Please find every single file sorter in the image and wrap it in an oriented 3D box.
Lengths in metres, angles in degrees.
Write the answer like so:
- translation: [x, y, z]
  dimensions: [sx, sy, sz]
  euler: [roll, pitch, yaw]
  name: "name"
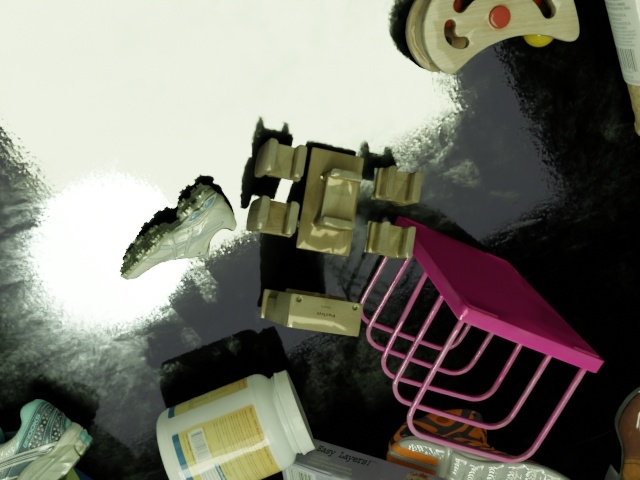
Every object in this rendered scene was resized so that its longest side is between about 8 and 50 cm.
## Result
- translation: [0.188, 0.129, 0.988]
  dimensions: [0.202, 0.291, 0.182]
  euler: [21, 107, -18]
  name: "file sorter"

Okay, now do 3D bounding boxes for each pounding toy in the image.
- translation: [0.204, -0.284, 0.910]
  dimensions: [0.269, 0.155, 0.154]
  euler: [2, 105, -12]
  name: "pounding toy"

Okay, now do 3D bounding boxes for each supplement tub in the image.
- translation: [-0.121, 0.282, 1.056]
  dimensions: [0.199, 0.144, 0.144]
  euler: [-21, 112, -3]
  name: "supplement tub"

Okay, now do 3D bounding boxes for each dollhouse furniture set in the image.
- translation: [0.000, 0.000, 1.008]
  dimensions: [0.212, 0.161, 0.242]
  euler: [10, 85, -15]
  name: "dollhouse furniture set"

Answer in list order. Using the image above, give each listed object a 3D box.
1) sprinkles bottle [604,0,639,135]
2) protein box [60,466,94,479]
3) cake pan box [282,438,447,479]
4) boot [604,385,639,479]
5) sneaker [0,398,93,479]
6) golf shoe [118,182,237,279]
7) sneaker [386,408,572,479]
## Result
- translation: [0.444, -0.315, 0.967]
  dimensions: [0.121, 0.121, 0.356]
  euler: [-25, 113, -1]
  name: "sprinkles bottle"
- translation: [-0.377, 0.490, 1.086]
  dimensions: [0.201, 0.136, 0.200]
  euler: [-42, 113, 5]
  name: "protein box"
- translation: [0.068, 0.437, 1.110]
  dimensions: [0.266, 0.070, 0.246]
  euler: [6, 118, 31]
  name: "cake pan box"
- translation: [0.573, 0.402, 1.165]
  dimensions: [0.096, 0.280, 0.264]
  euler: [9, 108, -14]
  name: "boot"
- translation: [-0.466, 0.336, 1.046]
  dimensions: [0.283, 0.110, 0.122]
  euler: [-40, 94, 2]
  name: "sneaker"
- translation: [-0.191, 0.008, 0.988]
  dimensions: [0.176, 0.069, 0.086]
  euler: [-39, 118, 5]
  name: "golf shoe"
- translation: [0.269, 0.342, 1.123]
  dimensions: [0.321, 0.180, 0.125]
  euler: [20, 106, 12]
  name: "sneaker"
